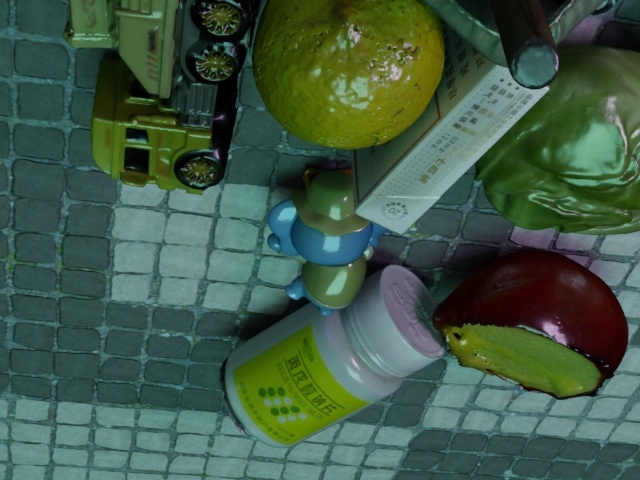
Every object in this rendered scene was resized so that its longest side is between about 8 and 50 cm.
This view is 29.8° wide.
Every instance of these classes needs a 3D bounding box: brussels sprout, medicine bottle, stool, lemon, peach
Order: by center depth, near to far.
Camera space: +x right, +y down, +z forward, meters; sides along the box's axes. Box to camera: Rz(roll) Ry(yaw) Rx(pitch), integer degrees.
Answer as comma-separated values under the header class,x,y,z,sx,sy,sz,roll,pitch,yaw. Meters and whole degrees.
class,x,y,z,sx,sy,sz,roll,pitch,yaw
stool,0.238,-0.363,1.357,0.310,0.226,0.310,42,105,-15
lemon,0.035,-0.246,1.593,0.258,0.258,0.310,4,167,-8
brussels sprout,0.374,-0.138,1.742,0.328,0.247,0.328,11,154,5
peach,0.363,0.126,2.085,0.361,0.201,0.258,19,154,-16
medicine bottle,0.023,0.208,2.141,0.378,0.213,0.213,-33,130,29

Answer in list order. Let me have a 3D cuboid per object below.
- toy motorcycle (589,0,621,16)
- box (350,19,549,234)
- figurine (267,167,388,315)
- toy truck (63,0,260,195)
class,x,y,z,sx,sy,sz,roll,pitch,yaw
toy motorcycle,0.280,-0.409,1.554,0.198,0.109,0.296,-4,134,20
box,0.168,-0.192,1.699,0.095,0.210,0.330,24,131,-26
figurine,0.002,0.003,1.953,0.180,0.154,0.262,28,122,6
toy truck,-0.217,-0.253,1.632,0.254,0.180,0.405,6,137,-6
